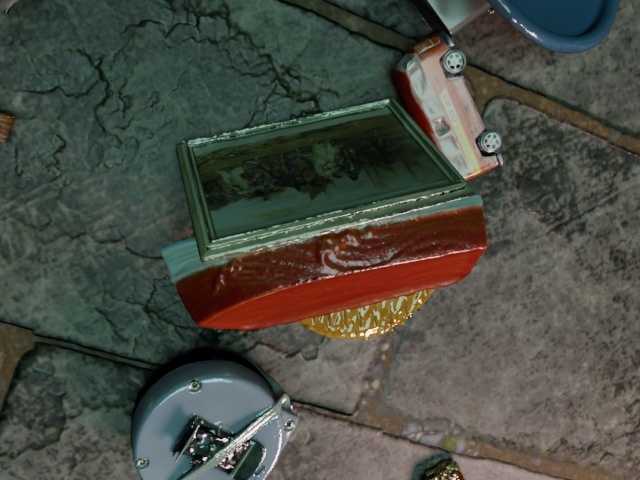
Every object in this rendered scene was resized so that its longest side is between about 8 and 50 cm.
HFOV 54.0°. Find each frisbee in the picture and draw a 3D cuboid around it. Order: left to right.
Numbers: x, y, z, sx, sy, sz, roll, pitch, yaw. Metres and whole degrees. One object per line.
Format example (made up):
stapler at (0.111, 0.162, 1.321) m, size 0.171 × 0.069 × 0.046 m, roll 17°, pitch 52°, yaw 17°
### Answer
frisbee at (0.226, -0.336, 0.697) m, size 0.290 × 0.049 × 0.289 m, roll 9°, pitch 73°, yaw -31°

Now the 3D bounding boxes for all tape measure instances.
tape measure at (-0.129, 0.224, 0.732) m, size 0.181 × 0.107 × 0.182 m, roll 25°, pitch 97°, yaw -23°

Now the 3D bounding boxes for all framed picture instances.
framed picture at (-0.007, -0.078, 0.656) m, size 0.275 × 0.217 × 0.017 m, roll -15°, pitch 131°, yaw -11°

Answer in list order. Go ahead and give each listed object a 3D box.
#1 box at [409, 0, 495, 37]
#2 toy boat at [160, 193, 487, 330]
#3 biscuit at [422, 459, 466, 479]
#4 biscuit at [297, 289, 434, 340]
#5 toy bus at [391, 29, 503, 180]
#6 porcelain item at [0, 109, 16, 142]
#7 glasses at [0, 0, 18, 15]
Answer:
box at (0.138, -0.291, 0.712) m, size 0.069 × 0.084 × 0.122 m, roll -40°, pitch 106°, yaw 7°
toy boat at (0.000, 0.000, 0.671) m, size 0.332 × 0.145 × 0.133 m, roll -12°, pitch 68°, yaw -8°
biscuit at (0.175, 0.430, 0.880) m, size 0.131 × 0.026 × 0.236 m, roll -26°, pitch 106°, yaw -9°
biscuit at (0.044, -0.003, 0.764) m, size 0.254 × 0.035 × 0.253 m, roll -3°, pitch 102°, yaw -12°
toy bus at (0.145, -0.153, 0.740) m, size 0.077 × 0.079 × 0.174 m, roll -29°, pitch 104°, yaw -1°
porcelain item at (-0.420, -0.150, 0.622) m, size 0.213 × 0.054 × 0.084 m, roll 21°, pitch 97°, yaw -17°
glasses at (-0.242, -0.318, 0.631) m, size 0.256 × 0.095 × 0.162 m, roll -17°, pitch 76°, yaw -8°
